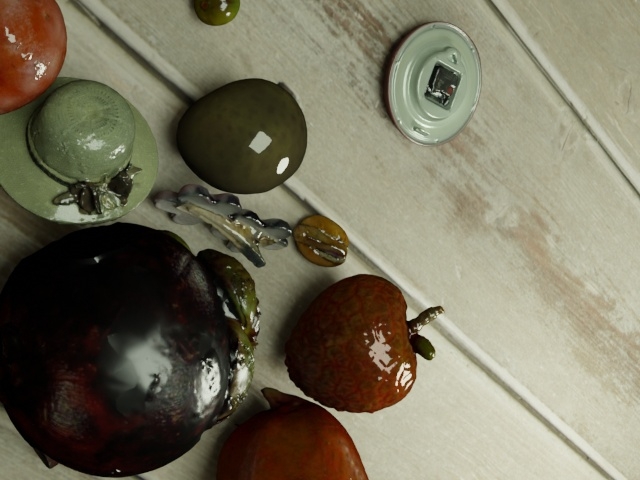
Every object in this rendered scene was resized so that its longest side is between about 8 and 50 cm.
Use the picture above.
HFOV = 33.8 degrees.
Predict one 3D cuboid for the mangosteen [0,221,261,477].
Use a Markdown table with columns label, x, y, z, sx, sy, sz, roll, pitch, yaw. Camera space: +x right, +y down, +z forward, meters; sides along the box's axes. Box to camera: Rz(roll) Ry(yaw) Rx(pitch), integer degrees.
| label | x | y | z | sx | sy | sz | roll | pitch | yaw |
| --- | --- | --- | --- | --- | --- | --- | --- | --- | --- |
| mangosteen | -0.287 | 0.136 | 1.579 | 0.421 | 0.381 | 0.381 | -42 | 122 | -32 |

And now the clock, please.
| label | x | y | z | sx | sy | sz | roll | pitch | yaw |
| --- | --- | --- | --- | --- | --- | --- | --- | --- | --- |
| clock | 0.222 | -0.303 | 2.047 | 0.244 | 0.056 | 0.244 | -9 | 105 | -35 |

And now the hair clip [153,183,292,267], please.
| label | x | y | z | sx | sy | sz | roll | pitch | yaw |
| --- | --- | --- | --- | --- | --- | --- | --- | --- | --- |
| hair clip | -0.159 | -0.027 | 1.777 | 0.257 | 0.146 | 0.075 | 33 | 60 | -33 |

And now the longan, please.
| label | x | y | z | sx | sy | sz | roll | pitch | yaw |
| --- | --- | --- | --- | --- | --- | --- | --- | --- | --- |
| longan | -0.125 | -0.169 | 1.738 | 0.220 | 0.196 | 0.197 | -18 | 111 | -31 |

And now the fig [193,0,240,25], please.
| label | x | y | z | sx | sy | sz | roll | pitch | yaw |
| --- | --- | --- | --- | --- | --- | --- | --- | --- | --- |
| fig | -0.165 | -0.391 | 1.734 | 0.088 | 0.074 | 0.074 | -26 | 117 | -54 |

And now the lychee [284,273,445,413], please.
| label | x | y | z | sx | sy | sz | roll | pitch | yaw |
| --- | --- | --- | --- | --- | --- | --- | --- | --- | --- |
| lychee | 0.082 | 0.187 | 1.940 | 0.300 | 0.255 | 0.255 | -8 | 107 | -9 |

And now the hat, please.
| label | x | y | z | sx | sy | sz | roll | pitch | yaw |
| --- | --- | --- | --- | --- | --- | --- | --- | --- | --- |
| hat | -0.348 | -0.159 | 1.539 | 0.257 | 0.130 | 0.257 | 9 | 64 | -20 |

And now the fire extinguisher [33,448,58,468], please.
| label | x | y | z | sx | sy | sz | roll | pitch | yaw |
| --- | --- | --- | --- | --- | --- | --- | --- | --- | --- |
| fire extinguisher | -0.363 | 0.282 | 1.756 | 0.252 | 0.106 | 0.075 | -33 | 80 | -28 |

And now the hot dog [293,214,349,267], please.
| label | x | y | z | sx | sy | sz | roll | pitch | yaw |
| --- | --- | --- | --- | --- | --- | --- | --- | --- | --- |
| hot dog | 0.001 | -0.002 | 1.952 | 0.140 | 0.060 | 0.090 | 36 | 74 | -33 |

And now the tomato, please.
| label | x | y | z | sx | sy | sz | roll | pitch | yaw |
| --- | --- | --- | --- | --- | --- | --- | --- | --- | --- |
| tomato | -0.459 | -0.283 | 1.463 | 0.208 | 0.184 | 0.208 | -2 | 126 | -3 |

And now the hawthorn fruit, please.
| label | x | y | z | sx | sy | sz | roll | pitch | yaw |
| --- | --- | --- | --- | --- | --- | --- | --- | --- | --- |
| hawthorn fruit | -0.048 | 0.444 | 1.899 | 0.295 | 0.295 | 0.311 | 39 | 54 | -36 |
